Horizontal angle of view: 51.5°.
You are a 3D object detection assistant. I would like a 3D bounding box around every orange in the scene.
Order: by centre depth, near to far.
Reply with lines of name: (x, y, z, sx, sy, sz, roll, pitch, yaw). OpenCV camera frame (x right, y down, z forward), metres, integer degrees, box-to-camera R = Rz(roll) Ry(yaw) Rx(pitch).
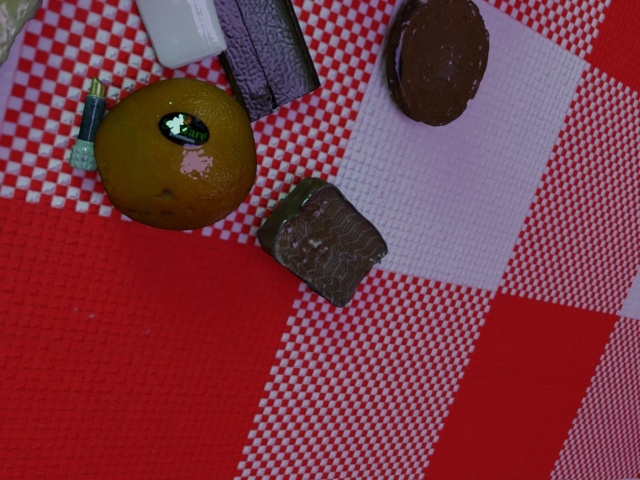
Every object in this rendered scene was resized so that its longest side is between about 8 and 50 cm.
orange: (-0.179, -0.106, 0.832, 0.205, 0.206, 0.206, -13, 115, -29)

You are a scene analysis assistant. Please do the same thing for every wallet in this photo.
wallet: (-0.188, -0.314, 0.828, 0.095, 0.033, 0.190, -21, 121, -6)
wallet: (-0.090, -0.297, 0.909, 0.132, 0.039, 0.243, -30, 120, -16)

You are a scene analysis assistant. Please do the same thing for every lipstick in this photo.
lipstick: (-0.289, -0.148, 0.840, 0.037, 0.037, 0.116, 10, 99, -36)

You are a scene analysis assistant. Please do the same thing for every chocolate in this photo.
chocolate: (0.000, 0.000, 1.055, 0.148, 0.093, 0.214, -52, 129, -7)

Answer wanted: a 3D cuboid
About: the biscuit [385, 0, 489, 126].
biscuit: (0.193, -0.301, 1.095, 0.225, 0.042, 0.226, -13, 114, -30)

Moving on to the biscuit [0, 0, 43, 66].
biscuit: (-0.429, -0.359, 0.614, 0.446, 0.104, 0.430, 37, 86, -38)
